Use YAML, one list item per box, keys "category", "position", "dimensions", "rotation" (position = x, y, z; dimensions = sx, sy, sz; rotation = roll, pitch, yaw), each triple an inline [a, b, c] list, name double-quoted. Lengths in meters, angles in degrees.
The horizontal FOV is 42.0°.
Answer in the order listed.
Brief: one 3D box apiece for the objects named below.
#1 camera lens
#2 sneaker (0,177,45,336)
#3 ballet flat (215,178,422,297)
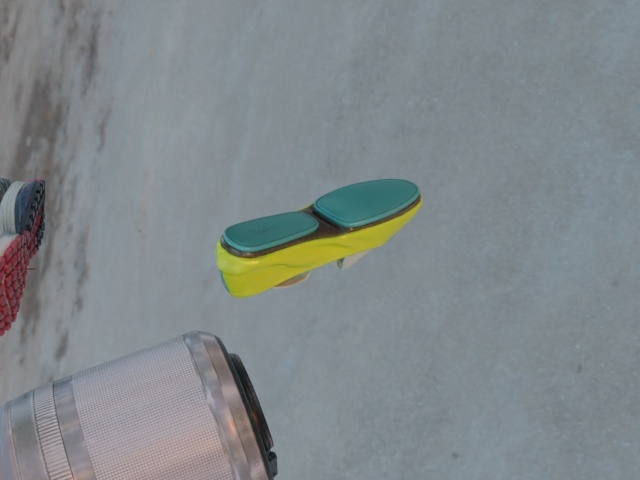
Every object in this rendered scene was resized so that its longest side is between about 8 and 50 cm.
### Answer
- category: "camera lens"
  position: [-0.195, 0.233, 0.882]
  dimensions: [0.219, 0.274, 0.219]
  rotation: [161, 90, -77]
- category: "sneaker"
  position: [-0.437, 0.020, 1.084]
  dimensions: [0.299, 0.112, 0.121]
  rotation: [-100, 17, -58]
- category: "ballet flat"
  position: [0.000, 0.000, 0.822]
  dimensions: [0.077, 0.231, 0.077]
  rotation: [39, 137, 43]
